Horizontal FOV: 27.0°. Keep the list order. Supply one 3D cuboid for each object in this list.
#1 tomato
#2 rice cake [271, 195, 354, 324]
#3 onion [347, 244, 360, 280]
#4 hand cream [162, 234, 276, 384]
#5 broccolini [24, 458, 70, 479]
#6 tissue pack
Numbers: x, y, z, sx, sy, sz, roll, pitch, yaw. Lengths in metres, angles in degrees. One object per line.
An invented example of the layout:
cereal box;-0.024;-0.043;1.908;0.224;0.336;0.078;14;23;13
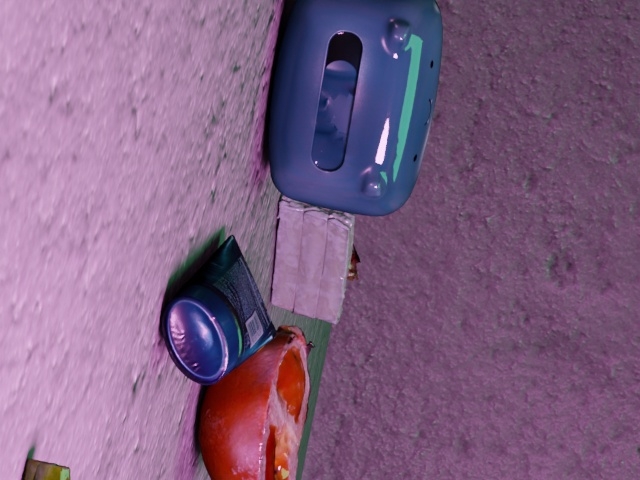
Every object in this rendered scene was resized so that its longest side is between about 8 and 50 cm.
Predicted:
tomato;-0.084;0.203;1.514;0.199;0.112;0.228;74;24;-61
rice cake;-0.014;0.033;1.948;0.038;0.124;0.211;-65;171;-48
onion;0.000;0.000;2.065;0.206;0.098;0.151;60;16;-73
hand cream;-0.089;0.068;1.311;0.120;0.061;0.270;65;13;-5
broccolini;-0.183;0.269;0.836;0.071;0.057;0.254;-172;-85;-74
tissue pack;0.040;-0.176;1.612;0.206;0.198;0.288;-54;156;-76
